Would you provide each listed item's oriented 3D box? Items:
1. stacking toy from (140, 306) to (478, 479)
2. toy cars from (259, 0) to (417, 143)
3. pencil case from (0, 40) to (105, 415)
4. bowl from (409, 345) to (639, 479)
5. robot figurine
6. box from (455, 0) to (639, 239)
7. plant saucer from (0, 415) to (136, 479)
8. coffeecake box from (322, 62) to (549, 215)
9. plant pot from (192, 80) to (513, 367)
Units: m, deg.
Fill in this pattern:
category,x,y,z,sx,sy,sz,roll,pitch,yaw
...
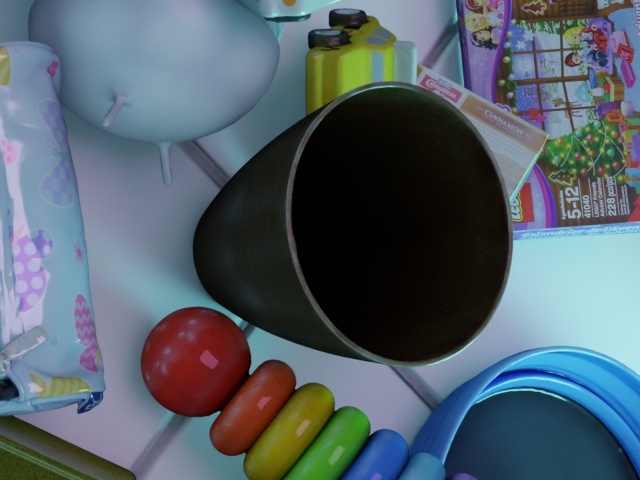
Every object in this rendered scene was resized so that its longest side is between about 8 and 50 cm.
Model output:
category,x,y,z,sx,sy,sz,roll,pitch,yaw
stacking toy,-0.004,0.171,1.181,0.330,0.141,0.141,40,56,3
toy cars,0.025,-0.183,1.193,0.087,0.394,0.177,3,69,11
pencil case,-0.229,-0.006,1.052,0.124,0.113,0.273,13,69,-75
bowl,0.228,0.298,1.381,0.391,0.077,0.391,10,73,-34
robot figurine,-0.123,-0.230,1.177,0.300,0.199,0.354,32,59,-55
box,0.246,-0.149,1.457,0.200,0.057,0.293,-5,79,-2
plant saucer,-0.232,0.223,1.082,0.188,0.045,0.188,31,62,-27
coffeecake box,0.103,-0.052,1.344,0.142,0.068,0.185,30,59,8
plant pot,0.000,0.000,1.186,0.215,0.230,0.215,5,80,-34
